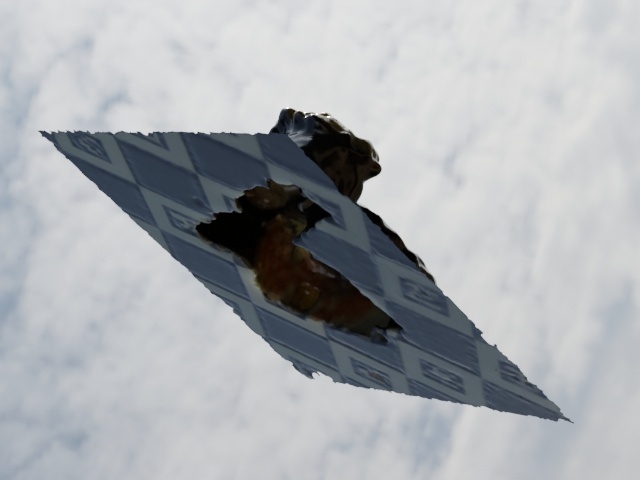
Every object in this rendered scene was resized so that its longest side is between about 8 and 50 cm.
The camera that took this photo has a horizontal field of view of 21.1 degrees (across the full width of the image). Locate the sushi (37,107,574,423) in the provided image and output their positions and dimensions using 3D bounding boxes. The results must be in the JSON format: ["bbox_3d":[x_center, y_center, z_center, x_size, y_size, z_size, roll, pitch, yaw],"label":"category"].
[{"bbox_3d":[0.000,0.000,0.471,0.126,0.120,0.026,45,-114,-32],"label":"sushi"}]
